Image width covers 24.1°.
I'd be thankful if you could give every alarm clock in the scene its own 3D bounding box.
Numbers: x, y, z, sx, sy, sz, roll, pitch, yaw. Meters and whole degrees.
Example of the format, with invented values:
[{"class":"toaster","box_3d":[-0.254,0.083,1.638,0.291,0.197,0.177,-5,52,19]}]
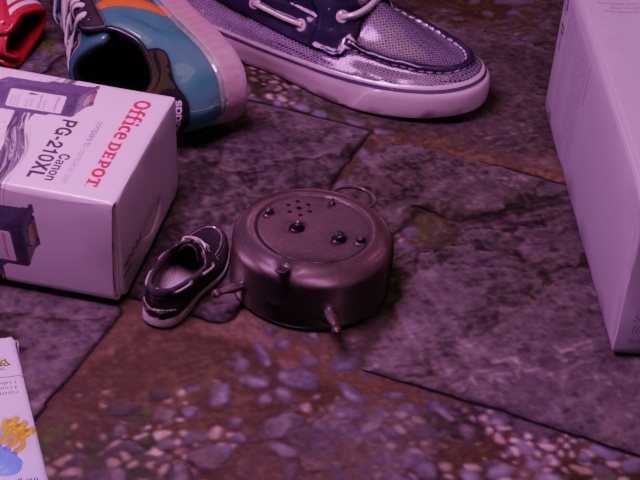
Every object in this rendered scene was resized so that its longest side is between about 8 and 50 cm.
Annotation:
[{"class":"alarm clock","box_3d":[0.000,0.000,1.213,0.129,0.064,0.192,16,34,14]}]

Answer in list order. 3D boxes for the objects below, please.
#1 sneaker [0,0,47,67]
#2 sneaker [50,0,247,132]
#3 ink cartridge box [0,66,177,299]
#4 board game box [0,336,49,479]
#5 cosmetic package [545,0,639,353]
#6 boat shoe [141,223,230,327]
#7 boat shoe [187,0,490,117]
[{"class":"sneaker","box_3d":[-0.364,-0.212,1.435,0.221,0.087,0.128,-24,44,-33]},{"class":"sneaker","box_3d":[-0.200,-0.198,1.415,0.121,0.108,0.302,-18,43,-35]},{"class":"ink cartridge box","box_3d":[-0.250,-0.056,1.220,0.237,0.100,0.172,10,37,7]},{"class":"board game box","box_3d":[-0.216,0.202,0.836,0.144,0.142,0.275,-7,37,-17]},{"class":"cosmetic package","box_3d":[0.328,-0.076,1.279,0.217,0.156,0.385,4,37,-2]},{"class":"boat shoe","box_3d":[-0.106,0.019,1.189,0.046,0.038,0.125,18,38,16]},{"class":"boat shoe","box_3d":[0.008,-0.237,1.452,0.340,0.158,0.127,18,38,17]}]
